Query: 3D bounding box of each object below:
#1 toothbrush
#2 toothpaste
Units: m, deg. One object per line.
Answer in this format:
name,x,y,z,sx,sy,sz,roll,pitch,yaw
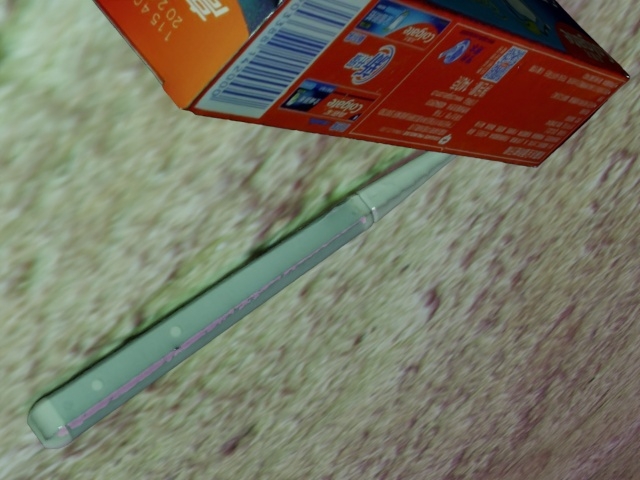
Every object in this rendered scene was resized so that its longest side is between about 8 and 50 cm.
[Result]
toothbrush,0.000,-0.001,0.848,0.342,0.025,0.030,-34,164,-18
toothpaste,0.028,-0.081,0.627,0.066,0.076,0.320,-45,161,18
